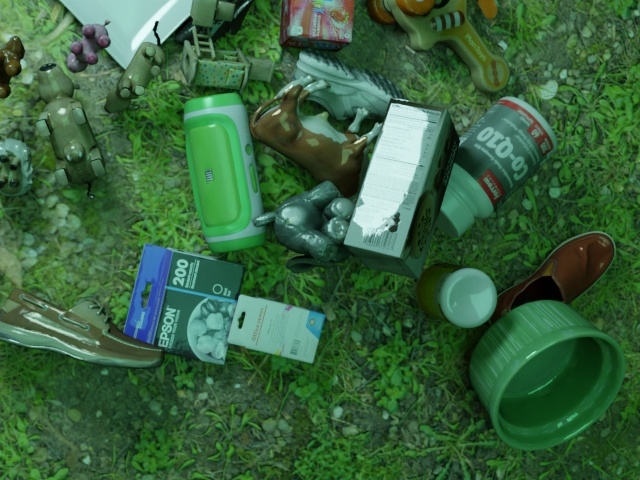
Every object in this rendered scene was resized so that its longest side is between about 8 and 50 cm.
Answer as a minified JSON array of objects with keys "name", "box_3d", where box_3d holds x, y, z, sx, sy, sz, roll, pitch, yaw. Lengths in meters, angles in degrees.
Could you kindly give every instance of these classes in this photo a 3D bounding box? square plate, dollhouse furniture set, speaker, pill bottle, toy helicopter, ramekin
[{"name":"square plate","box_3d":[-0.368,-0.560,1.726,0.344,0.049,0.347,-46,101,-8]},{"name":"dollhouse furniture set","box_3d":[-0.157,-0.372,1.705,0.182,0.101,0.161,2,123,-23]},{"name":"speaker","box_3d":[-0.186,-0.130,1.746,0.131,0.131,0.296,-11,94,-12]},{"name":"pill bottle","box_3d":[0.334,-0.147,1.844,0.283,0.161,0.161,-44,101,-8]},{"name":"pill bottle","box_3d":[0.264,0.106,1.811,0.117,0.215,0.117,-1,93,-13]},{"name":"toy helicopter","box_3d":[0.284,-0.458,1.859,0.355,0.140,0.235,47,73,-21]},{"name":"ramekin","box_3d":[0.454,0.268,1.842,0.303,0.148,0.303,-11,125,-17]}]

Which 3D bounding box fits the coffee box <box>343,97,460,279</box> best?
[{"name":"coffee box","box_3d":[0.160,-0.096,1.699,0.119,0.168,0.297,14,78,21]}]

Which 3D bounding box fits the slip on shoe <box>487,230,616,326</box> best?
[{"name":"slip on shoe","box_3d":[0.508,0.094,1.926,0.331,0.101,0.123,-33,97,-11]}]

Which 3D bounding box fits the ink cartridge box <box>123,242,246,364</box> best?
[{"name":"ink cartridge box","box_3d":[-0.270,0.126,1.779,0.208,0.045,0.206,12,90,-12]}]

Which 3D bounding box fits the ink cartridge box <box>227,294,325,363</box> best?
[{"name":"ink cartridge box","box_3d":[-0.093,0.175,1.811,0.181,0.061,0.104,16,88,-13]}]

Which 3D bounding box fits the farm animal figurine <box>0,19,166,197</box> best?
[{"name":"farm animal figurine","box_3d":[-0.453,-0.247,1.667,0.330,0.172,0.327,-1,107,-12]}]

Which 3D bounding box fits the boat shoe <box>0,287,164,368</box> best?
[{"name":"boat shoe","box_3d":[-0.448,0.167,1.697,0.324,0.123,0.116,15,81,-9]}]

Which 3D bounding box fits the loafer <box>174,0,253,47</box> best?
[{"name":"loafer","box_3d":[-0.185,-0.445,1.767,0.220,0.080,0.078,-39,123,1]}]

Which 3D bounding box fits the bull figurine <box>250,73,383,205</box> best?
[{"name":"bull figurine","box_3d":[0.016,-0.192,1.763,0.310,0.101,0.188,29,106,-26]}]

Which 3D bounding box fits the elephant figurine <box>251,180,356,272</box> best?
[{"name":"elephant figurine","box_3d":[0.000,0.000,1.778,0.186,0.239,0.169,42,79,17]}]

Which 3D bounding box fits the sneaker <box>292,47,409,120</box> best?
[{"name":"sneaker","box_3d":[0.066,-0.290,1.828,0.281,0.105,0.115,22,118,-15]}]

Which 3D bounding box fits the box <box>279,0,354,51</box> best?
[{"name":"box","box_3d":[-0.004,-0.512,1.772,0.128,0.122,0.257,3,92,-12]}]
